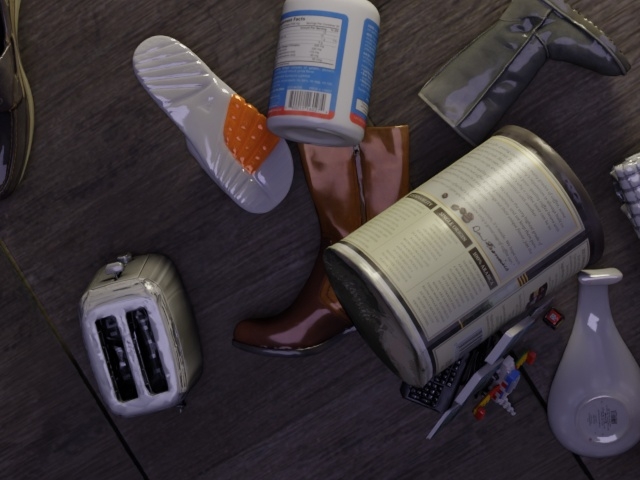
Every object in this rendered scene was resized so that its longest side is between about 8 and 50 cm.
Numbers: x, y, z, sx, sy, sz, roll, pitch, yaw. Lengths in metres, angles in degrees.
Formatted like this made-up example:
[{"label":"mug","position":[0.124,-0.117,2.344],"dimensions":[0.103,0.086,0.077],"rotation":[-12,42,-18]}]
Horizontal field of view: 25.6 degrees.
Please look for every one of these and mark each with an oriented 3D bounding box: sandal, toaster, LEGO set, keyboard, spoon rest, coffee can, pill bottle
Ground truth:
[{"label":"sandal","position":[-0.134,-0.150,1.793],"dimensions":[0.102,0.076,0.265],"rotation":[-40,90,-10]},{"label":"toaster","position":[-0.229,0.132,1.802],"dimensions":[0.129,0.146,0.227],"rotation":[-13,98,5]},{"label":"LEGO set","position":[0.240,0.160,1.753],"dimensions":[0.060,0.244,0.182],"rotation":[40,116,14]},{"label":"keyboard","position":[0.180,0.135,1.838],"dimensions":[0.100,0.038,0.192],"rotation":[20,100,-1]},{"label":"spoon rest","position":[0.361,0.157,1.822],"dimensions":[0.137,0.084,0.276],"rotation":[-3,112,4]},{"label":"coffee can","position":[0.171,0.017,1.695],"dimensions":[0.275,0.201,0.201],"rotation":[-34,96,-14]},{"label":"pill bottle","position":[0.008,-0.235,1.735],"dimensions":[0.124,0.124,0.222],"rotation":[9,82,1]}]

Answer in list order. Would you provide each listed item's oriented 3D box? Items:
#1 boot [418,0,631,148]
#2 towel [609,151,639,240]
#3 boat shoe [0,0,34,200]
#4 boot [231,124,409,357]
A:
[{"label":"boot","position":[0.255,-0.200,1.766],"dimensions":[0.189,0.076,0.208],"rotation":[40,92,11]},{"label":"towel","position":[0.523,-0.048,1.757],"dimensions":[0.283,0.121,0.235],"rotation":[-26,98,5]},{"label":"boat shoe","position":[-0.440,-0.221,1.766],"dimensions":[0.132,0.130,0.355],"rotation":[-2,98,3]},{"label":"boot","position":[0.000,0.000,1.797],"dimensions":[0.264,0.096,0.281],"rotation":[-8,97,4]}]
